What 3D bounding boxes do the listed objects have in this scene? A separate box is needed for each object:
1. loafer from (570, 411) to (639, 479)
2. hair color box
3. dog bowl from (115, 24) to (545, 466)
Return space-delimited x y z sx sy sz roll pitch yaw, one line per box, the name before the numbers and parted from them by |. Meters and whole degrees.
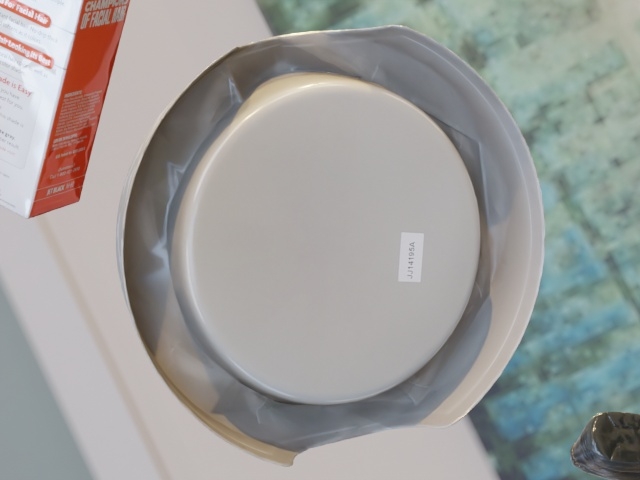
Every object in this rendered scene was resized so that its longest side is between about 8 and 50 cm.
loafer | 0.298 0.187 1.482 0.170 0.062 0.061 14 -29 -12
hair color box | -0.165 -0.108 0.957 0.053 0.093 0.167 -27 -41 -59
dog bowl | 0.000 0.000 1.342 0.349 0.348 0.102 -25 14 -19
